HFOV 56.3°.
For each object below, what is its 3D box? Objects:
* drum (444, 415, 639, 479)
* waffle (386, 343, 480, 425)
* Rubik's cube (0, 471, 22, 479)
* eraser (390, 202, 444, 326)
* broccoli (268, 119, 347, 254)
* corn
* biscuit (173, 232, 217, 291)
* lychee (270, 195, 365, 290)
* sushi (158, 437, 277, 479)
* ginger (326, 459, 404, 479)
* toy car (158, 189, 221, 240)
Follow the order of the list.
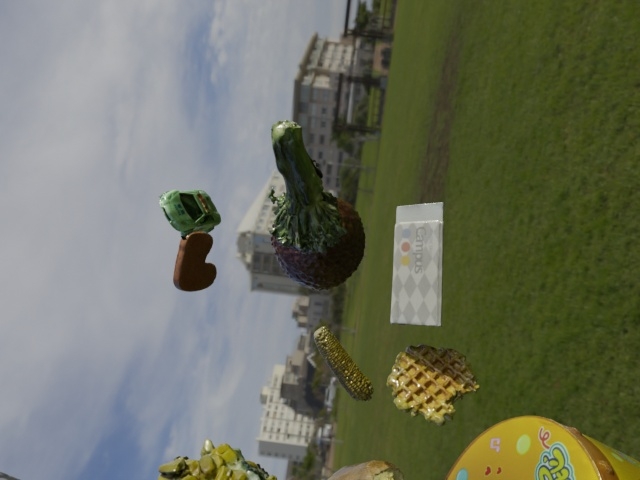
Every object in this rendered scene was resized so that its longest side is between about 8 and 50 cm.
[{"bbox_3d":[0.360,0.501,0.915,0.431,0.214,0.431,-56,15,23],"label":"drum"},{"bbox_3d":[0.364,0.454,1.920,0.300,0.282,0.058,-55,-28,-43],"label":"waffle"},{"bbox_3d":[-0.528,0.634,1.003,0.301,0.304,0.305,-46,23,25],"label":"Rubik's cube"},{"bbox_3d":[0.320,0.082,1.969,0.082,0.213,0.396,14,-104,-52],"label":"eraser"},{"bbox_3d":[-0.043,-0.108,1.213,0.145,0.165,0.304,-88,-11,-48],"label":"broccoli"},{"bbox_3d":[0.073,0.414,1.986,0.288,0.086,0.086,54,-177,0],"label":"corn"},{"bbox_3d":[-0.372,0.062,1.813,0.186,0.036,0.192,-7,-67,-61],"label":"biscuit"},{"bbox_3d":[0.000,0.000,1.573,0.260,0.261,0.260,7,-90,-88],"label":"lychee"},{"bbox_3d":[-0.249,0.676,1.552,0.328,0.329,0.285,28,126,52],"label":"sushi"},{"bbox_3d":[0.098,0.690,1.625,0.130,0.276,0.221,55,-177,5],"label":"ginger"},{"bbox_3d":[-0.236,-0.056,1.123,0.093,0.058,0.186,62,-168,2],"label":"toy car"}]
